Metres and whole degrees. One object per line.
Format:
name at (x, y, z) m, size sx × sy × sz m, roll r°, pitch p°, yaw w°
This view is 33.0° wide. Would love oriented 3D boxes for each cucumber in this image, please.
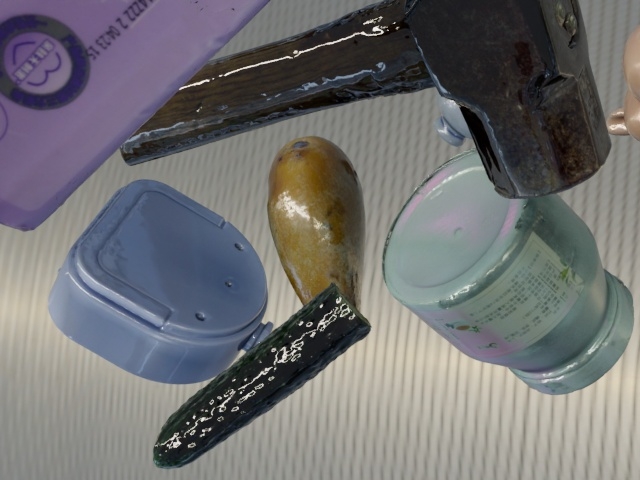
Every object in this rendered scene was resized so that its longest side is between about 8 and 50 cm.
cucumber at (-0.053, 0.119, 0.888) m, size 0.214 × 0.058 × 0.052 m, roll -39°, pitch 102°, yaw 6°

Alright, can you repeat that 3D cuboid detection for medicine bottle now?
medicine bottle at (0.261, 0.052, 1.434) m, size 0.245 × 0.290 × 0.245 m, roll -33°, pitch 37°, yaw 29°

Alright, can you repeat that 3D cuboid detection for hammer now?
hammer at (-0.007, -0.129, 0.788) m, size 0.408 × 0.095 × 0.243 m, roll -9°, pitch 121°, yaw 37°

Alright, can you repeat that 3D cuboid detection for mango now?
mango at (0.000, 0.000, 1.629) m, size 0.146 × 0.193 × 0.317 m, roll -7°, pitch 93°, yaw 12°

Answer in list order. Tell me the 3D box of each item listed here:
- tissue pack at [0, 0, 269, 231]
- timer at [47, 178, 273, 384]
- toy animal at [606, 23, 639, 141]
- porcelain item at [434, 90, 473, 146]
tissue pack at (-0.119, -0.204, 0.521) m, size 0.338 × 0.242 × 0.160 m, roll -39°, pitch 25°, yaw 21°
timer at (-0.263, 0.095, 1.912) m, size 0.173 × 0.394 × 0.395 m, roll -56°, pitch 52°, yaw 32°
toy animal at (0.460, -0.201, 1.403) m, size 0.166 × 0.250 × 0.154 m, roll 2°, pitch 71°, yaw 14°
porcelain item at (0.299, -0.274, 1.877) m, size 0.259 × 0.141 × 0.141 m, roll -51°, pitch 54°, yaw 29°
